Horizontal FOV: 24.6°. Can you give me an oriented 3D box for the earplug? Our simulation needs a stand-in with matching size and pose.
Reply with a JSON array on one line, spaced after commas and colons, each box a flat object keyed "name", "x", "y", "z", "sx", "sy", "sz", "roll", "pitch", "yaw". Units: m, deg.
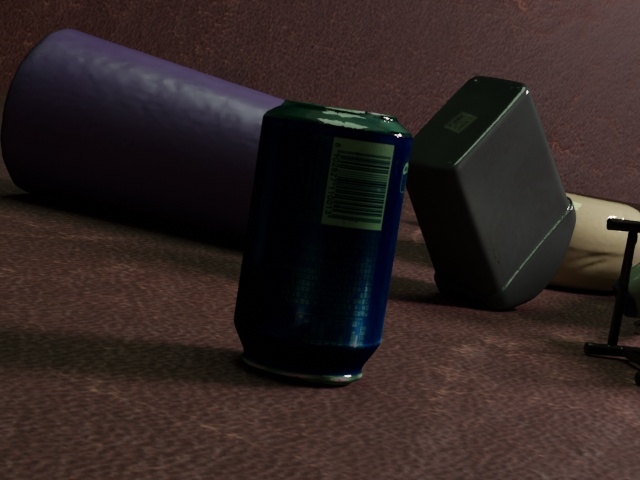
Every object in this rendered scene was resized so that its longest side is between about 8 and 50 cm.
[{"name": "earplug", "x": -0.144, "y": -0.106, "z": 1.782, "sx": 0.456, "sy": 0.215, "sz": 0.215, "roll": 16, "pitch": 9, "yaw": 19}]

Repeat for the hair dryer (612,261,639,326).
[{"name": "hair dryer", "x": 0.398, "y": 0.046, "z": 1.537, "sx": 0.167, "sy": 0.067, "sz": 0.199, "roll": -25, "pitch": -21, "yaw": 13}]

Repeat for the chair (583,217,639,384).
[{"name": "chair", "x": 0.405, "y": 0.065, "z": 1.391, "sx": 0.260, "sy": 0.155, "sz": 0.141, "roll": 7, "pitch": 9, "yaw": -15}]

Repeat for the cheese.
[{"name": "cheese", "x": 0.305, "y": -0.011, "z": 1.956, "sx": 0.233, "sy": 0.127, "sz": 0.266, "roll": 10, "pitch": 9, "yaw": -27}]

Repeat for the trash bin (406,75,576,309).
[{"name": "trash bin", "x": 0.187, "y": -0.041, "z": 1.613, "sx": 0.101, "sy": 0.236, "sz": 0.177, "roll": 18, "pitch": 53, "yaw": 42}]

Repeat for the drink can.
[{"name": "drink can", "x": 0.000, "y": 0.000, "z": 1.113, "sx": 0.118, "sy": 0.205, "sz": 0.118, "roll": 10, "pitch": 5, "yaw": -1}]
